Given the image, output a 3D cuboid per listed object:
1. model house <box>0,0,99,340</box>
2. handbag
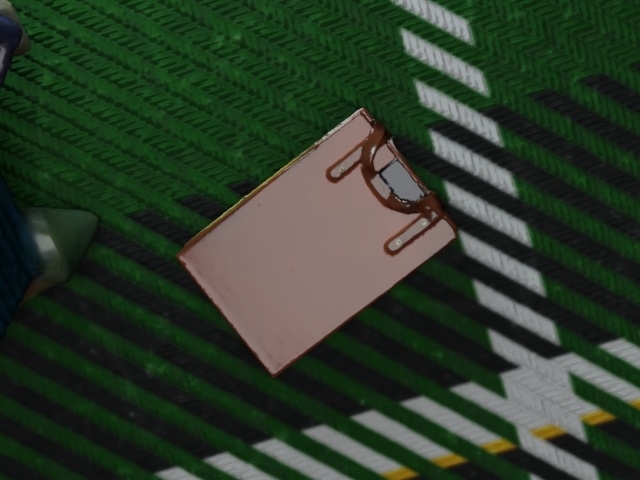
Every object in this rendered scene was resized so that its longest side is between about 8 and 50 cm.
[{"bbox_3d":[-0.331,-0.055,1.186,0.280,0.245,0.312,-38,124,-21],"label":"model house"},{"bbox_3d":[0.000,0.000,1.254,0.190,0.063,0.127,-38,95,9],"label":"handbag"}]
